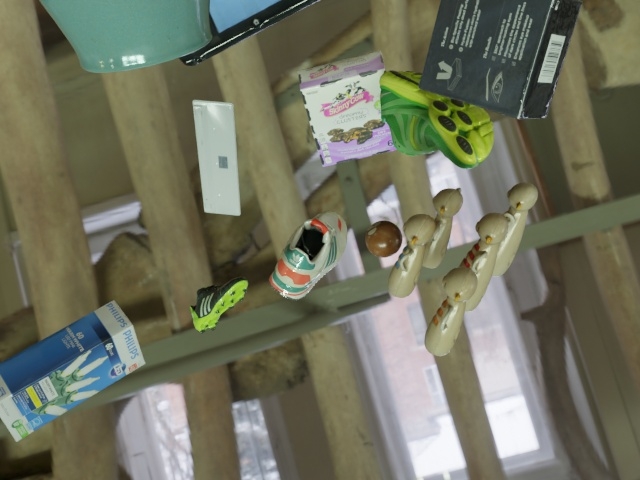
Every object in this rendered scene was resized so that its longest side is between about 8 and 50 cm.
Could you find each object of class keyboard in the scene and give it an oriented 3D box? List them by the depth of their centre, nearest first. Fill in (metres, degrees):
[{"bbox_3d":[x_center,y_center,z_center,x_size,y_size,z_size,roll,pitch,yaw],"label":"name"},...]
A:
[{"bbox_3d":[-0.188,-0.145,1.371,0.072,0.014,0.256,2,133,0],"label":"keyboard"}]

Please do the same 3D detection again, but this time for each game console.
[{"bbox_3d":[-0.197,-0.604,1.588,0.386,0.342,0.060,-24,179,14],"label":"game console"}]

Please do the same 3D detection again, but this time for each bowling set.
[{"bbox_3d":[0.153,0.000,1.003,0.287,0.200,0.154,-44,155,-51],"label":"bowling set"}]

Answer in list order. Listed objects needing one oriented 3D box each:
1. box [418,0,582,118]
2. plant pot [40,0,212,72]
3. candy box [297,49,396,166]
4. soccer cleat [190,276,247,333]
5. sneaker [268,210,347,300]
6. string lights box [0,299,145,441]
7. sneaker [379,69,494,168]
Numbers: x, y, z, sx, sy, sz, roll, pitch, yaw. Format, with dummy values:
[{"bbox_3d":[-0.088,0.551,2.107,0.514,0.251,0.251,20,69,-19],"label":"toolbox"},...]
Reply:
[{"bbox_3d":[0.231,-0.254,0.975,0.158,0.156,0.093,26,-157,34],"label":"box"},{"bbox_3d":[-0.258,-0.364,0.963,0.271,0.255,0.272,-9,-152,5],"label":"plant pot"},{"bbox_3d":[0.058,-0.253,1.452,0.164,0.070,0.196,-13,136,6],"label":"candy box"},{"bbox_3d":[-0.199,0.109,1.415,0.060,0.072,0.179,-8,152,-44],"label":"soccer cleat"},{"bbox_3d":[0.000,0.000,0.867,0.161,0.057,0.075,-49,170,-50],"label":"sneaker"},{"bbox_3d":[-0.455,0.230,1.335,0.259,0.077,0.133,-31,145,-24],"label":"string lights box"},{"bbox_3d":[0.191,-0.190,1.258,0.109,0.123,0.295,-8,-145,-21],"label":"sneaker"}]
